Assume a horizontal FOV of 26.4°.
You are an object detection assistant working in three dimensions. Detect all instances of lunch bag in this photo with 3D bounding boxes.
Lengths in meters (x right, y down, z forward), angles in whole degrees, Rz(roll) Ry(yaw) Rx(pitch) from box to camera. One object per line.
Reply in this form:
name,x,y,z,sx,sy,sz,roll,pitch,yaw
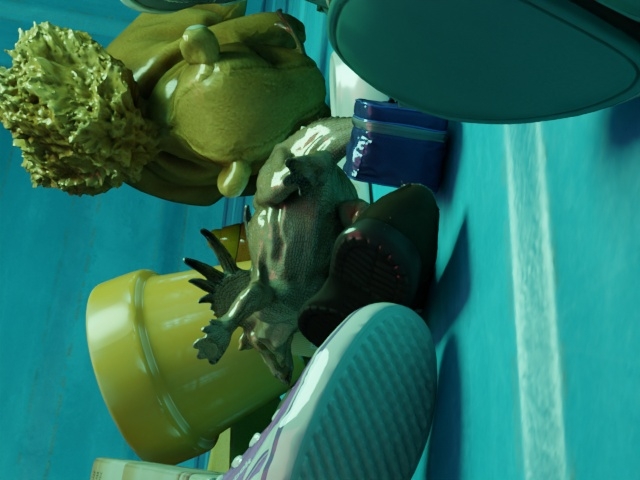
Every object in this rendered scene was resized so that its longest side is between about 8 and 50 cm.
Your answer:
lunch bag,0.054,-0.073,0.970,0.098,0.067,0.065,-118,38,-80

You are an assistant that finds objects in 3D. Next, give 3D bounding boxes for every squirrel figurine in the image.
squirrel figurine,-0.177,-0.144,1.593,0.370,0.397,0.281,-148,48,-71

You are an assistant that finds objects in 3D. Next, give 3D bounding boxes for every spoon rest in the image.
spoon rest,0.049,-0.197,1.211,0.137,0.084,0.276,-117,23,-80

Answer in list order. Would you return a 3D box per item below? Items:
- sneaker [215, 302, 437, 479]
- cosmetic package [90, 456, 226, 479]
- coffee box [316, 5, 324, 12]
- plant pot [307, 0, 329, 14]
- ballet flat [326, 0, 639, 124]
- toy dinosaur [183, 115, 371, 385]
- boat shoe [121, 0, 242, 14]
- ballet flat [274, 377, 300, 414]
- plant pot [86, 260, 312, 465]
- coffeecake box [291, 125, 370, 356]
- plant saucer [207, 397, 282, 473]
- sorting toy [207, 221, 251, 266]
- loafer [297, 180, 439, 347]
sneaker,-0.041,0.157,0.874,0.161,0.102,0.282,15,75,52
cosmetic package,-0.109,0.279,1.213,0.296,0.129,0.153,-13,67,61
coffee box,0.034,-0.335,1.557,0.184,0.040,0.113,150,130,-80
plant pot,-0.095,-0.416,1.334,0.341,0.334,0.341,-170,90,-74
ballet flat,0.107,-0.130,0.496,0.400,0.139,0.139,167,112,-78
toy dinosaur,-0.023,-0.008,1.115,0.200,0.127,0.296,-117,48,-68
boat shoe,-0.108,-0.318,1.509,0.319,0.099,0.116,-21,-73,-55
ballet flat,0.013,0.164,1.084,0.084,0.058,0.250,-55,13,-2
plant pot,-0.111,0.110,1.411,0.205,0.188,0.205,-21,-90,-80
coffeecake box,0.000,0.000,1.296,0.185,0.068,0.142,-92,13,-57
plant saucer,-0.092,0.345,1.541,0.333,0.081,0.333,-97,18,-63
sorting toy,-0.098,0.028,1.810,0.365,0.126,0.127,133,145,-76
loafer,0.045,0.032,0.947,0.078,0.080,0.220,-50,-7,-26
